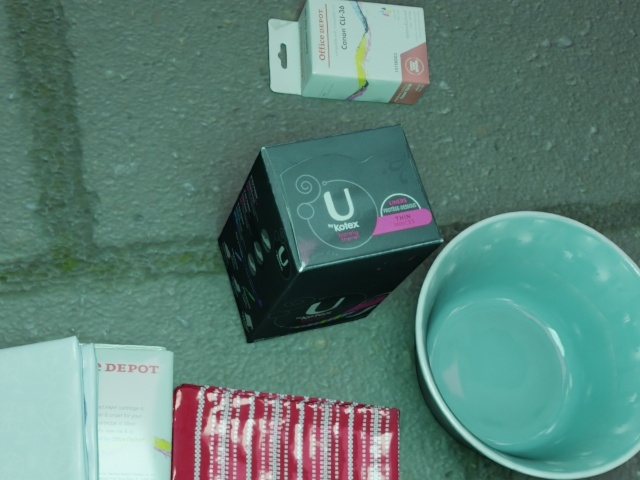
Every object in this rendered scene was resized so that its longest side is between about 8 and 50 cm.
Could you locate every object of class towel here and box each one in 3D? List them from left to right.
[{"bbox_3d":[-0.040,0.269,1.272,0.275,0.031,0.198,8,69,-13],"label":"towel"}]

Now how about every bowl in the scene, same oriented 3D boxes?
[{"bbox_3d":[0.234,0.137,1.324,0.312,0.163,0.311,5,69,-14],"label":"bowl"}]

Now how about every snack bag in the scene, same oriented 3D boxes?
[{"bbox_3d":[-0.372,0.281,1.108,0.323,0.037,0.342,-9,69,6],"label":"snack bag"}]

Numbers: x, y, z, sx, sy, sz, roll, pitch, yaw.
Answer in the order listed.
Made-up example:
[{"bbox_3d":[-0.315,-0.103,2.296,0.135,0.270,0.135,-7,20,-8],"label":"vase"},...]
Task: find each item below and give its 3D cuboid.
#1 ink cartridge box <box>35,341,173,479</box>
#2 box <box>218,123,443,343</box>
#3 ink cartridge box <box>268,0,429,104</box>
[{"bbox_3d":[-0.240,0.222,1.201,0.154,0.093,0.212,4,71,-14],"label":"ink cartridge box"},{"bbox_3d":[0.000,0.000,1.252,0.165,0.270,0.143,-12,73,-19],"label":"box"},{"bbox_3d":[0.035,-0.248,1.468,0.198,0.067,0.115,2,70,-14],"label":"ink cartridge box"}]
